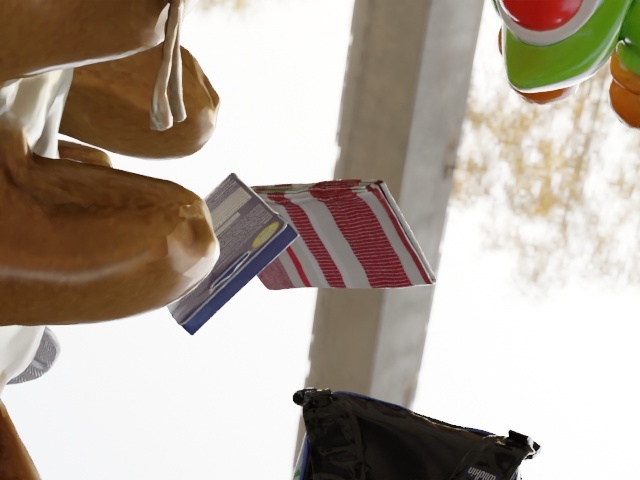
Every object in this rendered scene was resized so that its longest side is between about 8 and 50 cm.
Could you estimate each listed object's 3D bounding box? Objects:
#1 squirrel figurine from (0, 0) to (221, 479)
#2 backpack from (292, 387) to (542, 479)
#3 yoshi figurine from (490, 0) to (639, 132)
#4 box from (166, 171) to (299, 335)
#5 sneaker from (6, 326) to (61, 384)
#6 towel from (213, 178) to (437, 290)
[{"bbox_3d":[-0.223,-0.078,0.495,0.396,0.370,0.281,18,-130,-10],"label":"squirrel figurine"},{"bbox_3d":[0.072,0.317,1.298,0.276,0.213,0.263,11,-140,10],"label":"backpack"},{"bbox_3d":[0.163,-0.239,0.761,0.203,0.362,0.203,-26,-126,7],"label":"yoshi figurine"},{"bbox_3d":[-0.099,0.013,1.182,0.036,0.136,0.225,47,178,-21],"label":"box"},{"bbox_3d":[-0.523,0.092,1.730,0.321,0.125,0.180,24,-166,-38],"label":"sneaker"},{"bbox_3d":[0.000,0.000,1.992,0.328,0.237,0.037,-2,-134,34],"label":"towel"}]
